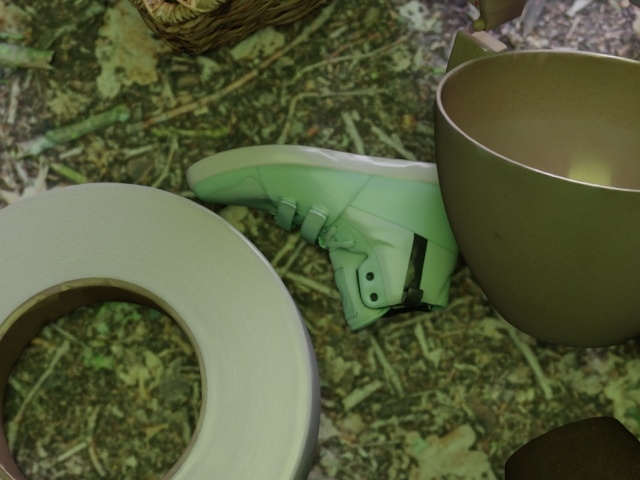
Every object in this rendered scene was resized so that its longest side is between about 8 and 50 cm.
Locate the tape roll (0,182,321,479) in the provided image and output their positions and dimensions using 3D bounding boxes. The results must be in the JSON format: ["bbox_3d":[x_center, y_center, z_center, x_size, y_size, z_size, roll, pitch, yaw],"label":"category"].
[{"bbox_3d":[-0.195,0.140,1.624,0.392,0.072,0.392,-2,76,7],"label":"tape roll"}]

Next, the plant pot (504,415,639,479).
[{"bbox_3d":[0.246,0.273,1.551,0.215,0.215,0.230,-20,65,-1],"label":"plant pot"}]

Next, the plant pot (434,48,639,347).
[{"bbox_3d":[0.227,-0.021,1.579,0.284,0.284,0.191,8,117,4],"label":"plant pot"}]

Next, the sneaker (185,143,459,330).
[{"bbox_3d":[0.000,0.000,1.648,0.255,0.094,0.151,5,79,3],"label":"sneaker"}]

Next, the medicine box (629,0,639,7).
[{"bbox_3d":[0.465,-0.279,1.636,0.289,0.149,0.263,26,83,0],"label":"medicine box"}]

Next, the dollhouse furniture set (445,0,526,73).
[{"bbox_3d":[0.032,-0.324,1.607,0.303,0.356,0.174,37,45,26],"label":"dollhouse furniture set"}]

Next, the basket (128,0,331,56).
[{"bbox_3d":[-0.124,-0.338,1.650,0.213,0.223,0.299,-20,81,0],"label":"basket"}]
